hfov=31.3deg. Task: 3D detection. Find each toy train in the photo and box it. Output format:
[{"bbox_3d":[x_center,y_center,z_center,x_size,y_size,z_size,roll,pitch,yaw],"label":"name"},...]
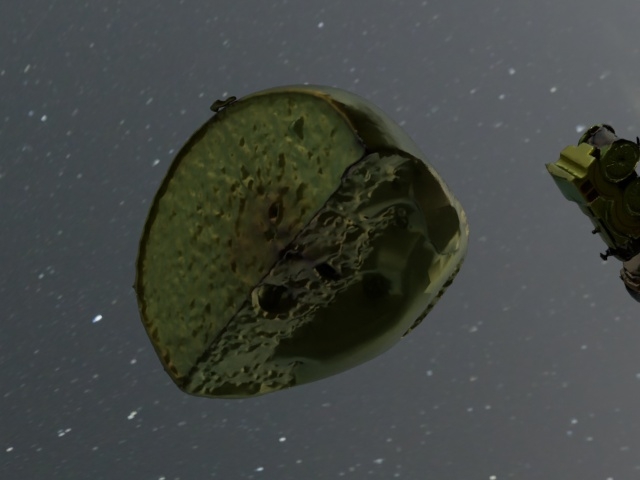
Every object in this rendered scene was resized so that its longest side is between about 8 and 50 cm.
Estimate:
[{"bbox_3d":[0.294,-0.001,1.034,0.085,0.053,0.250,-42,-59,1],"label":"toy train"}]

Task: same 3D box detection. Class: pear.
[{"bbox_3d":[0.000,0.000,1.227,0.318,0.342,0.238,18,-150,-46],"label":"pear"}]
